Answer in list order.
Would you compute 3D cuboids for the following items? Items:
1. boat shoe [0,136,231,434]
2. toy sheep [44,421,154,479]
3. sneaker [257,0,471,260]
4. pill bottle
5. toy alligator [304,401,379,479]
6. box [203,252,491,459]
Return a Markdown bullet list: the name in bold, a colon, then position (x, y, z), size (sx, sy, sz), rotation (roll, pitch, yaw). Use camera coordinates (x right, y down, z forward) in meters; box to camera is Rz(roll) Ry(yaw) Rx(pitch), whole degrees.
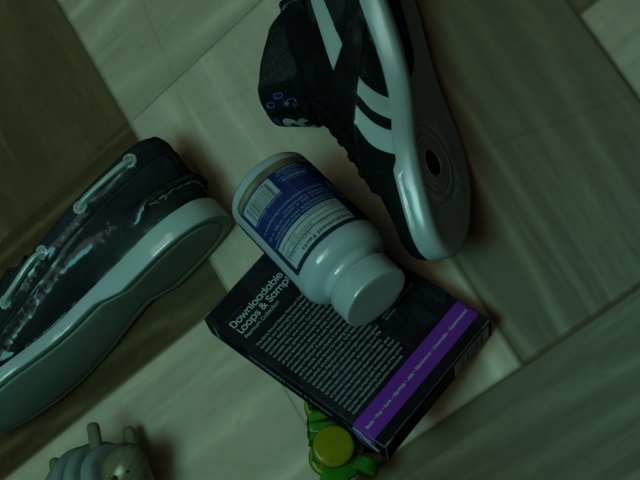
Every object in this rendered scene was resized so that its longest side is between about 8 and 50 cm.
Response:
- **boat shoe**: position (-0.200, 0.045, 0.988), size (0.302, 0.114, 0.091), rotation (-40, 73, 11)
- **toy sheep**: position (-0.174, 0.197, 0.988), size (0.132, 0.091, 0.091), rotation (-46, 70, 37)
- **sneaker**: position (0.024, -0.076, 0.880), size (0.121, 0.079, 0.216), rotation (-21, 73, 31)
- **pill bottle**: position (0.000, 0.000, 0.854), size (0.120, 0.067, 0.067), rotation (46, 111, 29)
- **toy alligator**: position (0.014, 0.103, 0.901), size (0.051, 0.056, 0.189), rotation (-3, 70, -5)
- **box**: position (0.017, 0.059, 0.873), size (0.162, 0.029, 0.116), rotation (34, 69, 24)
